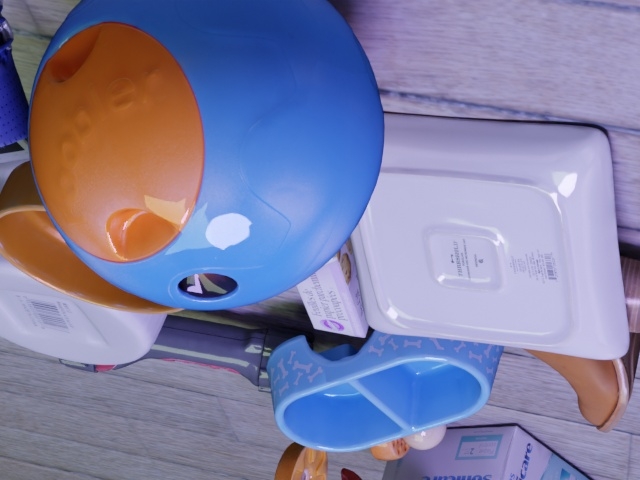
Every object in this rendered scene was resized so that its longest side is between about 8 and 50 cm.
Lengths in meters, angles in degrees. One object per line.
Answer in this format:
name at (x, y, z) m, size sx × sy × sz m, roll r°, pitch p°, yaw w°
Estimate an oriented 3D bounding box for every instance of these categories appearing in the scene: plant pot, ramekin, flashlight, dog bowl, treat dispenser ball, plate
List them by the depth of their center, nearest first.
treat dispenser ball at (-0.092, -0.087, 1.352) m, size 0.288 × 0.288 × 0.288 m, roll 14°, pitch 154°, yaw 7°
plate at (0.143, 0.007, 1.576) m, size 0.278 × 0.045 × 0.277 m, roll 5°, pitch 131°, yaw 23°
plant pot at (-0.186, -0.059, 1.583) m, size 0.205 × 0.188 × 0.205 m, roll 13°, pitch 155°, yaw 6°
ramekin at (-0.291, 0.031, 1.890) m, size 0.277 × 0.135 × 0.277 m, roll 14°, pitch 154°, yaw 7°
dog bowl at (0.070, 0.161, 1.915) m, size 0.297 × 0.074 × 0.166 m, roll -22°, pitch 135°, yaw 29°
flashlight at (-0.163, 0.133, 2.049) m, size 0.304 × 0.103 × 0.103 m, roll 10°, pitch -163°, yaw 1°

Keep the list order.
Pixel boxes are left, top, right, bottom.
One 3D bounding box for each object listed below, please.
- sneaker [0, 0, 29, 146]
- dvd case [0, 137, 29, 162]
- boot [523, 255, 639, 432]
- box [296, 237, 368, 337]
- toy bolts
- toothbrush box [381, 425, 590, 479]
sneaker at (-0.300, -0.220, 1.310) m, size 0.182 × 0.127 × 0.316 m, roll -18°, pitch 104°, yaw 36°
dvd case at (-0.417, -0.151, 1.691) m, size 0.179 × 0.030 × 0.239 m, roll -7°, pitch 143°, yaw 28°
boot at (0.220, 0.093, 1.729) m, size 0.220 × 0.109 × 0.283 m, roll 9°, pitch 151°, yaw 13°
box at (0.000, 0.000, 1.732) m, size 0.063 × 0.067 × 0.324 m, roll 9°, pitch 153°, yaw 16°
toy bolts at (0.065, 0.307, 2.078) m, size 0.158 × 0.218 × 0.229 m, roll 9°, pitch 128°, yaw 26°
toothbrush box at (0.250, 0.367, 2.245) m, size 0.216 × 0.126 × 0.295 m, roll -10°, pitch 144°, yaw 45°
